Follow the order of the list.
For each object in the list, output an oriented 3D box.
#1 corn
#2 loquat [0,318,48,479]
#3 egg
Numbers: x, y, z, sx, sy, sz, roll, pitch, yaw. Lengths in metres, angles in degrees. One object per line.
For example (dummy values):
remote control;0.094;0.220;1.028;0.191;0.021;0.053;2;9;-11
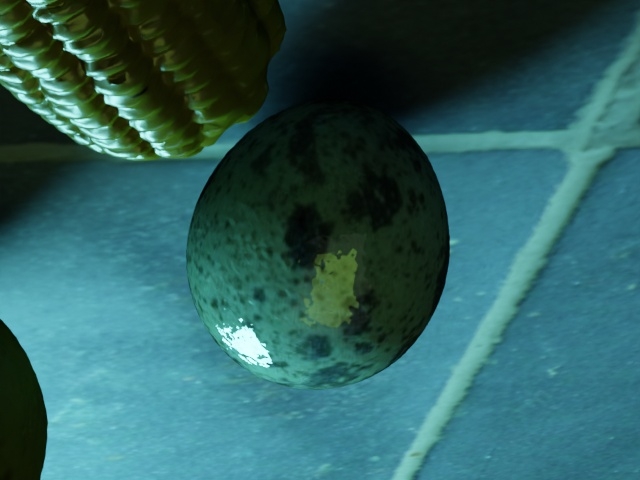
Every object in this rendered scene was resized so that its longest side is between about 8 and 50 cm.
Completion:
corn;-0.117;-0.132;0.709;0.120;0.120;0.363;-18;152;18
loquat;-0.255;0.120;1.054;0.244;0.244;0.244;-7;154;-3
egg;0.000;0.000;0.997;0.132;0.132;0.172;-2;143;-12
